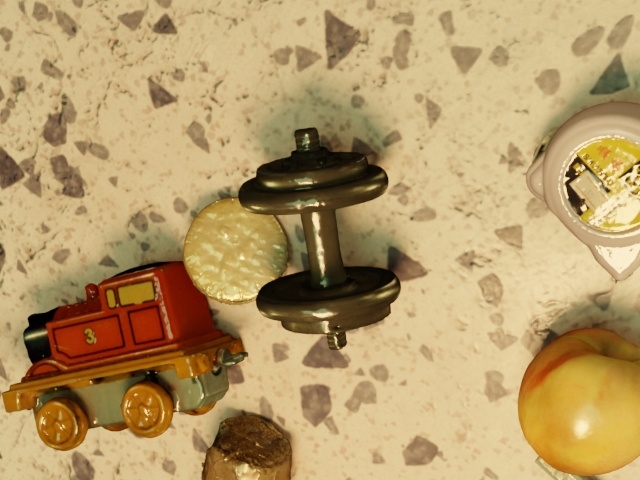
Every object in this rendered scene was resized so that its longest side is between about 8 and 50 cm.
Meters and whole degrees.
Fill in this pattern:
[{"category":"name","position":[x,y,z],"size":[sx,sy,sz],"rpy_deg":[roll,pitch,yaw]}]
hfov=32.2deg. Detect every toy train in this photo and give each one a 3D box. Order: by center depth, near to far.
[{"category":"toy train","position":[-0.273,0.161,1.574],"size":[0.369,0.163,0.232],"rpy_deg":[-13,87,23]}]

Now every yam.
[{"category":"yam","position":[-0.108,0.383,1.595],"size":[0.128,0.129,0.238],"rpy_deg":[28,117,49]}]

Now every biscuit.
[{"category":"biscuit","position":[-0.116,0.014,1.520],"size":[0.152,0.020,0.152],"rpy_deg":[0,85,0]}]

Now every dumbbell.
[{"category":"dumbbell","position":[0.000,0.000,1.413],"size":[0.192,0.192,0.290],"rpy_deg":[-3,104,20]}]

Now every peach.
[{"category":"peach","position":[0.327,0.201,1.358],"size":[0.184,0.184,0.184],"rpy_deg":[5,106,18]}]

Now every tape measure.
[{"category":"tape measure","position":[0.358,-0.072,1.316],"size":[0.178,0.105,0.196],"rpy_deg":[-40,87,31]}]

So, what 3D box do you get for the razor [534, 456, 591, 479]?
[{"category":"razor","position":[0.395,0.370,1.443],"size":[0.278,0.056,0.111],"rpy_deg":[39,115,6]}]
